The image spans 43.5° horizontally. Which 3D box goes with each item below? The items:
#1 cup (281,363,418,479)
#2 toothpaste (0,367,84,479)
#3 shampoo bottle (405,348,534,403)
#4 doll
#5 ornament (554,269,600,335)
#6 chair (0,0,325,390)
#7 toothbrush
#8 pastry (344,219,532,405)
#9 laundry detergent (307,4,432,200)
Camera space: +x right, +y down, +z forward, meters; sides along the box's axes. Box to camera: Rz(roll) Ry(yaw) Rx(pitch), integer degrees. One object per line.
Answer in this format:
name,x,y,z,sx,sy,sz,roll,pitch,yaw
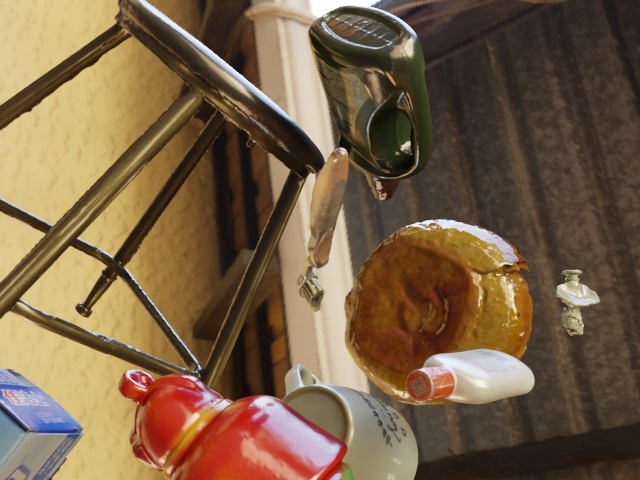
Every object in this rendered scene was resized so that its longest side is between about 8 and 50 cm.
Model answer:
cup,0.008,0.288,1.247,0.186,0.234,0.258,-40,-125,2
toothpaste,-0.211,0.173,0.329,0.053,0.066,0.272,38,-98,10
shampoo bottle,0.194,0.184,1.074,0.108,0.221,0.051,23,-76,40
doll,-0.056,0.241,0.780,0.363,0.182,0.160,35,-80,10
ornament,0.382,0.090,1.206,0.092,0.068,0.041,-62,-173,-14
chair,-0.230,-0.038,0.947,0.410,0.362,0.364,-50,-134,3
toothbrush,0.000,0.000,0.787,0.028,0.375,0.037,-29,-107,-15
pastry,0.207,0.127,1.430,0.356,0.164,0.356,-8,-110,24
laundry detergent,0.061,-0.122,0.823,0.078,0.222,0.144,-37,-134,-21
